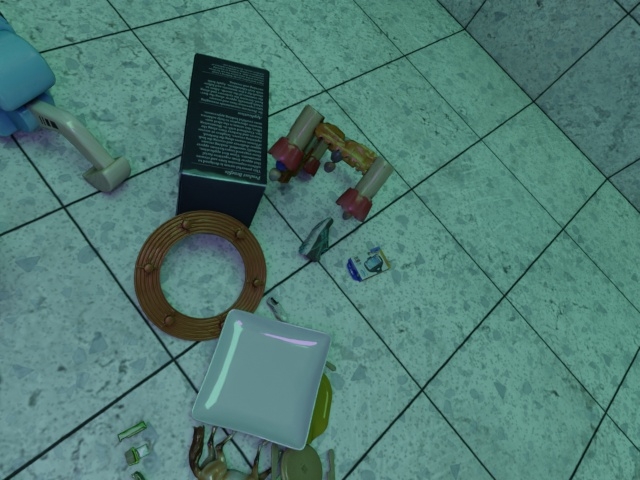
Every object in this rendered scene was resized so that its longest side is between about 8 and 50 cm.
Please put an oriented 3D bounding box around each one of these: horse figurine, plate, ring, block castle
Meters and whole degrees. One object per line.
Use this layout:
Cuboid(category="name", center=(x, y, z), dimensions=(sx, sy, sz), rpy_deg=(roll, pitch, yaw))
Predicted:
Cuboid(category="horse figurine", center=(-0.198, 0.527, 1.014), dimensions=(0.263, 0.066, 0.175), rpy_deg=(30, 52, -8))
Cuboid(category="plate", center=(-0.136, 0.331, 1.080), dimensions=(0.277, 0.045, 0.278), rpy_deg=(14, 63, 5))
Cuboid(category="ring", center=(-0.296, 0.091, 1.130), dimensions=(0.336, 0.032, 0.337), rpy_deg=(0, 90, -25))
Cuboid(category="block castle", center=(0.031, -0.191, 1.261), dimensions=(0.303, 0.453, 0.213), rpy_deg=(37, 99, 1))

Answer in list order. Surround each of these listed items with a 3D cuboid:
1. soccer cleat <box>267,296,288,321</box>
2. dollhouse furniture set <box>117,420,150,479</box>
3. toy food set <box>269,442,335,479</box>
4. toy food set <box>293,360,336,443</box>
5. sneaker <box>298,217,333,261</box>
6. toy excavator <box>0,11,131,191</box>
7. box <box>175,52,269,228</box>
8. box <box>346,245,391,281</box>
Cuboid(category="soccer cleat", center=(-0.118, 0.191, 1.230), dimensions=(0.029, 0.036, 0.083), rpy_deg=(-34, 80, -32))
Cuboid(category="dollhouse furniture set", center=(-0.384, 0.478, 0.956), dimensions=(0.058, 0.076, 0.152), rpy_deg=(-20, 73, -28))
Cuboid(category="toy food set", center=(-0.050, 0.555, 1.058), dimensions=(0.191, 0.038, 0.133), rpy_deg=(24, 48, -30))
Cuboid(category="toy food set", center=(-0.037, 0.406, 1.144), dimensions=(0.128, 0.071, 0.218), rpy_deg=(33, 56, -32))
Cuboid(category="sneaker", center=(0.000, 0.000, 1.368), dimensions=(0.076, 0.065, 0.167), rpy_deg=(45, 59, -15))
Cuboid(category="toy excavator", center=(-0.736, -0.346, 1.121), dimensions=(0.444, 0.433, 0.222), rpy_deg=(21, 54, 23))
Cuboid(category="box", center=(-0.277, -0.254, 1.237), dimensions=(0.211, 0.293, 0.396), rpy_deg=(7, 63, -18))
Cuboid(category="box", center=(0.150, 0.076, 1.400), dimensions=(0.136, 0.028, 0.081), rpy_deg=(-20, 74, -31))
